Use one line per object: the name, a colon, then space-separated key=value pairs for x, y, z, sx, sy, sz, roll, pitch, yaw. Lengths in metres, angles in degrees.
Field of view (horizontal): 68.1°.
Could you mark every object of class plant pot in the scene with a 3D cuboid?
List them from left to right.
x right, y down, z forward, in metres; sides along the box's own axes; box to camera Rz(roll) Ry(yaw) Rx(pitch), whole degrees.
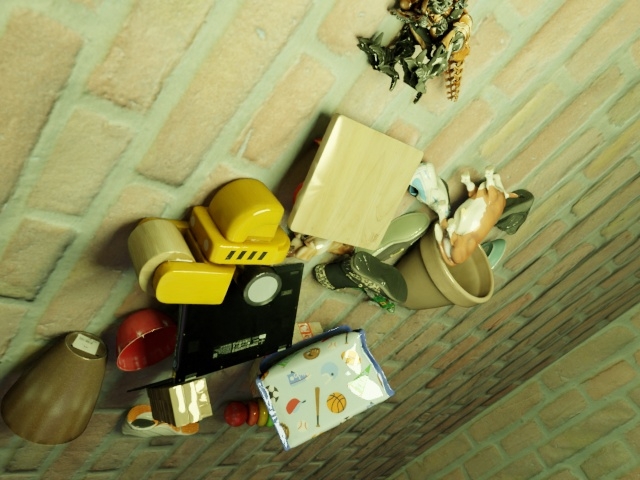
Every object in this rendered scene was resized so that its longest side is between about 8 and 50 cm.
plant pot: x=-0.647 y=0.352 z=1.206 sx=0.215 sy=0.215 sz=0.230 roll=24 pitch=105 yaw=-42
plant pot: x=0.339 y=0.099 z=1.395 sx=0.263 sy=0.263 sz=0.229 roll=13 pitch=144 yaw=-36

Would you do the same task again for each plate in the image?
plate: x=0.505 y=0.060 z=1.494 sx=0.024 sy=0.188 sz=0.188 roll=39 pitch=115 yaw=-4

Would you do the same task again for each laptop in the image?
laptop: x=-0.284 y=0.238 z=1.299 sx=0.382 sy=0.236 sz=0.408 roll=-6 pitch=111 yaw=-48

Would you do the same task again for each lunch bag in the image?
lunch bag: x=-0.005 y=0.403 z=1.387 sx=0.328 sy=0.239 sz=0.385 roll=-22 pitch=170 yaw=-7

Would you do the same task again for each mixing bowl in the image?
mixing bowl: x=-0.451 y=0.242 z=1.226 sx=0.181 sy=0.098 sz=0.181 roll=-28 pitch=151 yaw=-17

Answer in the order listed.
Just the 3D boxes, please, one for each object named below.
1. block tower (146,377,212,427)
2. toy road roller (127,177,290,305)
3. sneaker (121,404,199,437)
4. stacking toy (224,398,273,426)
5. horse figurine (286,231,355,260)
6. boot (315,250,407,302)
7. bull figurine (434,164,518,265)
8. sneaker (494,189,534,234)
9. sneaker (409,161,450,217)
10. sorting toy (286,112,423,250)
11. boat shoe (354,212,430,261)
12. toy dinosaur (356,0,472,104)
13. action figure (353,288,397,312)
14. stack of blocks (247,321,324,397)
block tower: x=-0.369 y=0.412 z=1.218 sx=0.091 sy=0.097 sz=0.335 roll=-8 pitch=171 yaw=-30
toy road roller: x=-0.220 y=-0.012 z=1.018 sx=0.329 sy=0.202 sz=0.241 roll=4 pitch=120 yaw=-36
sneaker: x=-0.549 y=0.629 z=1.625 sx=0.262 sy=0.099 sz=0.121 roll=24 pitch=128 yaw=-33
stacking toy: x=-0.201 y=0.647 z=1.795 sx=0.330 sy=0.141 sz=0.141 roll=9 pitch=130 yaw=-24
horse figurine: x=0.000 y=0.000 z=1.213 sx=0.263 sy=0.066 sz=0.174 roll=-16 pitch=154 yaw=-32
boot: x=0.117 y=0.113 z=1.335 sx=0.178 sy=0.085 sz=0.236 roll=-16 pitch=140 yaw=44
bull figurine: x=0.403 y=-0.081 z=1.232 sx=0.310 sy=0.101 sz=0.188 roll=-54 pitch=132 yaw=-18
sneaker: x=0.525 y=-0.058 z=1.414 sx=0.227 sy=0.087 sz=0.130 roll=-21 pitch=134 yaw=-12
sneaker: x=0.285 y=-0.127 z=1.238 sx=0.086 sy=0.085 sz=0.237 roll=-12 pitch=150 yaw=27
sorting toy: x=0.066 y=-0.130 z=1.065 sx=0.255 sy=0.089 sz=0.257 roll=13 pitch=109 yaw=-36
boat shoe: x=0.207 y=-0.002 z=1.327 sx=0.227 sy=0.081 sz=0.068 roll=-28 pitch=142 yaw=15
toy dinosaur: x=0.214 y=-0.381 z=0.878 sx=0.218 sy=0.164 sz=0.322 roll=-44 pitch=117 yaw=-3
action figure: x=0.189 y=0.175 z=1.503 sx=0.137 sy=0.063 sz=0.232 roll=-12 pitch=146 yaw=28
stack of blocks: x=-0.117 y=0.400 z=1.585 sx=0.171 sy=0.087 sz=0.297 roll=3 pitch=132 yaw=-30
